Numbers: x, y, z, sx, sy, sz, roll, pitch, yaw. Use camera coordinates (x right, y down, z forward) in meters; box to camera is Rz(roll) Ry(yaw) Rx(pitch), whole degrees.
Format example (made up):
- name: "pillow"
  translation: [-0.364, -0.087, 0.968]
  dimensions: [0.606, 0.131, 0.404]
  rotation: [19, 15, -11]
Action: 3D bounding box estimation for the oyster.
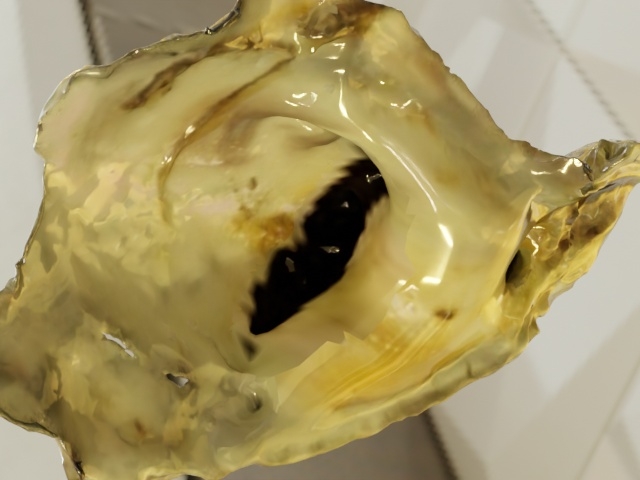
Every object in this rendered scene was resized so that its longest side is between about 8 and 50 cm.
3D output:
- name: "oyster"
  translation: [-0.006, -0.005, 0.806]
  dimensions: [0.100, 0.275, 0.271]
  rotation: [46, 177, 43]
